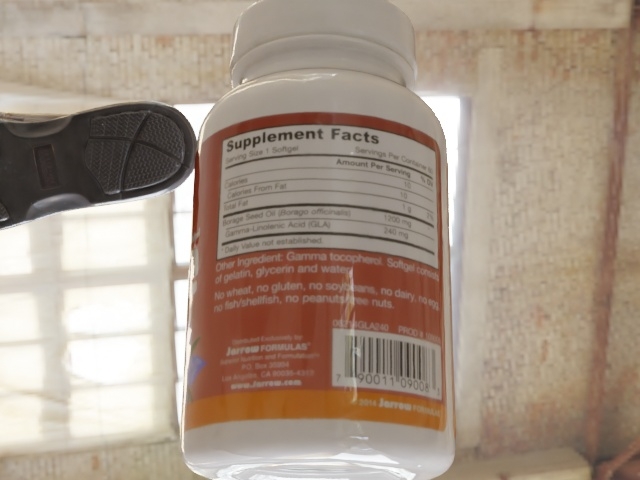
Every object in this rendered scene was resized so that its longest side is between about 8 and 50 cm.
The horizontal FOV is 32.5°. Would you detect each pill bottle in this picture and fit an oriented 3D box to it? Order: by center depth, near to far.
[{"bbox_3d":[0.000,0.000,0.508,0.121,0.121,0.216,127,-34,-66],"label":"pill bottle"}]

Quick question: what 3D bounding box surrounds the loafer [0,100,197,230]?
[{"bbox_3d":[-0.252,-0.062,0.931,0.095,0.302,0.109,-156,-118,-88],"label":"loafer"}]
